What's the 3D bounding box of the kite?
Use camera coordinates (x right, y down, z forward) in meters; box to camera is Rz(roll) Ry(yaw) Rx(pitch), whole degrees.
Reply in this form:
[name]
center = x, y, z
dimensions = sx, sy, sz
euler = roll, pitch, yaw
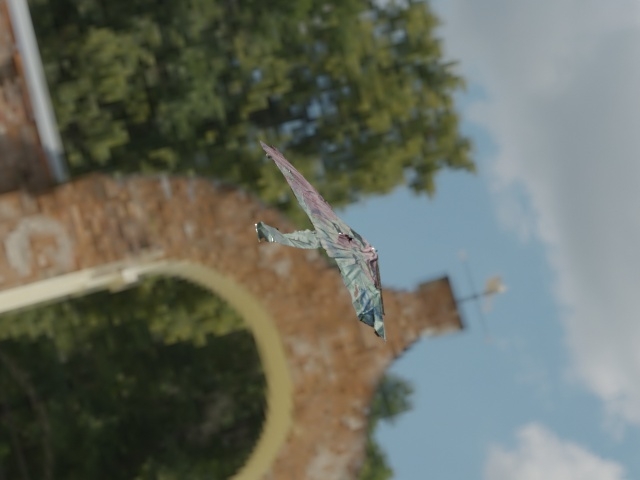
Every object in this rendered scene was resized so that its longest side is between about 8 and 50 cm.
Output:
[kite]
center = 0.000, 0.000, 0.982
dimensions = 0.139, 0.011, 0.156
euler = 56, 17, 16
